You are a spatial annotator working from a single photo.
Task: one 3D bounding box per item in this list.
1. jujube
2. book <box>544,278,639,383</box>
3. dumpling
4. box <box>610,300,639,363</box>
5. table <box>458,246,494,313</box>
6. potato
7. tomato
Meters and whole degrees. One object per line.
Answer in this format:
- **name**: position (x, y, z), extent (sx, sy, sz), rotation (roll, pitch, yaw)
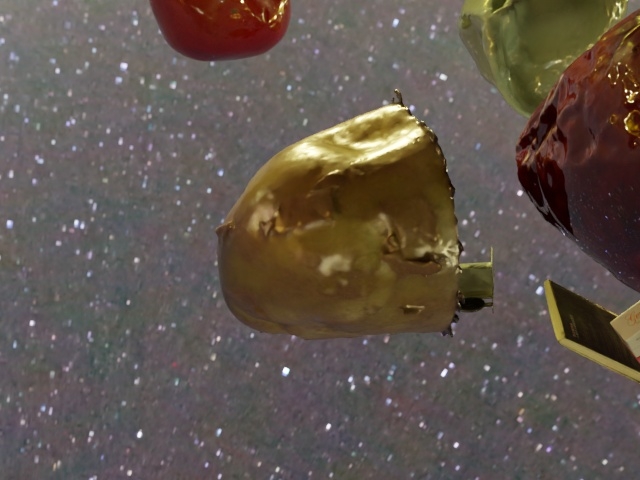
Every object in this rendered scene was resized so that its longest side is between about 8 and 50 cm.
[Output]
- **jujube**: position (0.219, -0.053, 0.563), extent (0.190, 0.190, 0.255), rotation (11, -174, -13)
- **book**: position (0.509, 0.169, 1.651), extent (0.228, 0.024, 0.160), rotation (25, -145, -17)
- **dumpling**: position (0.323, -0.294, 1.251), extent (0.321, 0.212, 0.270), rotation (-34, -115, -15)
- **box**: position (0.530, 0.137, 1.464), extent (0.048, 0.100, 0.152), rotation (59, -168, 31)
- **table**: position (0.251, 0.076, 1.715), extent (0.146, 0.062, 0.175), rotation (-4, -158, 13)
- **potato**: position (0.000, 0.000, 1.023), extent (0.237, 0.288, 0.301), rotation (-13, -139, -9)
- **tomato**: position (-0.192, -0.477, 1.789), extent (0.299, 0.298, 0.226), rotation (0, -149, -25)
